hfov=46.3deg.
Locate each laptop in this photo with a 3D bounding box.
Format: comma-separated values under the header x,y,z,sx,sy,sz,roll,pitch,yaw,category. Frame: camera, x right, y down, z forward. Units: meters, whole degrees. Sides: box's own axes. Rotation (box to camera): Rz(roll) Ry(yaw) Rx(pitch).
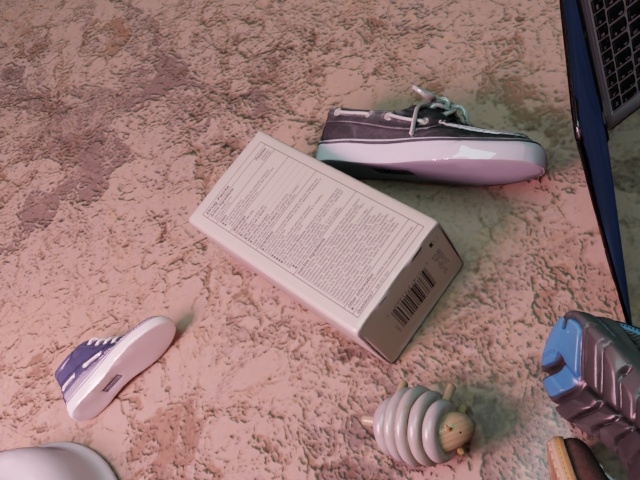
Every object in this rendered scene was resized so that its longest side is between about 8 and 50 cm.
x,y,z,sx,sy,sz,roll,pitch,yaw,category
0.346,-0.180,0.677,0.408,0.382,0.236,-38,53,4,laptop

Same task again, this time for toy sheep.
x,y,z,sx,sy,sz,roll,pitch,yaw,category
0.101,0.193,0.787,0.132,0.091,0.091,-9,58,40,toy sheep

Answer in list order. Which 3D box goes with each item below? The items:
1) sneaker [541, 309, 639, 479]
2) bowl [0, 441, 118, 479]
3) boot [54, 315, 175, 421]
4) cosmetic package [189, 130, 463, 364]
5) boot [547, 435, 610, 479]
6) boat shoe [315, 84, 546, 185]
x,y,z,sx,sy,sz,roll,pitch,yaw,category
0.307,0.169,0.592,0.140,0.125,0.341,6,31,-13,sneaker
-0.395,0.380,0.913,0.298,0.134,0.298,-13,59,21,bowl
-0.287,0.152,1.024,0.190,0.069,0.086,-43,55,2,boot
0.000,0.000,0.931,0.309,0.113,0.160,32,81,38,cosmetic package
0.330,0.259,0.644,0.207,0.090,0.248,-19,50,1,boot
0.133,-0.131,0.935,0.306,0.113,0.105,5,80,40,boat shoe
